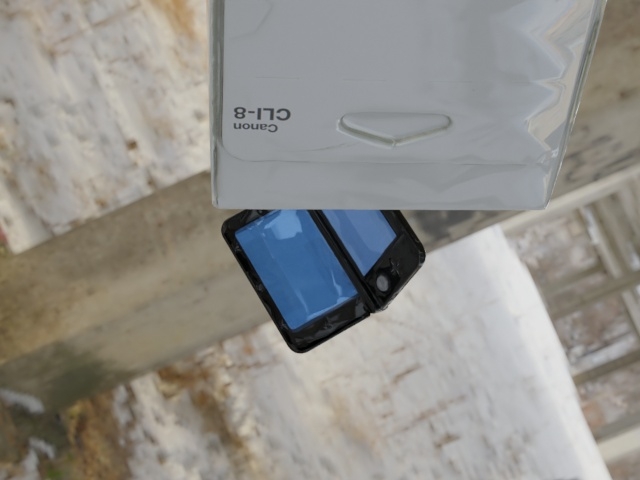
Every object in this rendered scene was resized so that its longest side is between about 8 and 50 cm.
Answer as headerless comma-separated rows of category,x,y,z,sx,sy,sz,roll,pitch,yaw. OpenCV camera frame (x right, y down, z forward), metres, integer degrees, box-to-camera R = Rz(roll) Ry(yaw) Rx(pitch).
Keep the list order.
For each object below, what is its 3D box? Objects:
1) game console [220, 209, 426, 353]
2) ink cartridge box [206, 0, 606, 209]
game console,0.000,0.000,0.922,0.122,0.071,0.107,58,-41,20
ink cartridge box,0.021,-0.113,0.475,0.127,0.128,0.176,95,-8,-47
